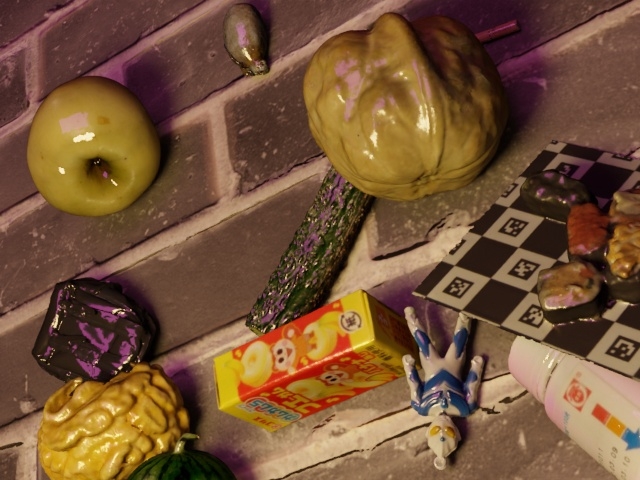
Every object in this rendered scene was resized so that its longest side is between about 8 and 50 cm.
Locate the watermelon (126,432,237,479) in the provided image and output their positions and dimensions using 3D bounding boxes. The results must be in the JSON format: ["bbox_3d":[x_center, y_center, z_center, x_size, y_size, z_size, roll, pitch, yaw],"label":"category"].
[{"bbox_3d":[-0.208,0.390,1.511,0.188,0.188,0.214,-7,88,34],"label":"watermelon"}]

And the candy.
[{"bbox_3d":[-0.008,0.181,1.506,0.276,0.146,0.088,-25,55,22],"label":"candy"}]

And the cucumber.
[{"bbox_3d":[0.000,0.000,1.629,0.096,0.096,0.359,18,76,41],"label":"cucumber"}]

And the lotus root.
[{"bbox_3d":[-0.141,-0.377,1.930,0.088,0.088,0.165,-23,66,26],"label":"lotus root"}]

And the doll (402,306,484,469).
[{"bbox_3d":[0.171,0.199,1.413,0.114,0.057,0.227,-1,73,1],"label":"doll"}]

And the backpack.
[{"bbox_3d":[-0.397,0.170,1.818,0.258,0.133,0.206,16,81,33],"label":"backpack"}]

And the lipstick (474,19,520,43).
[{"bbox_3d":[0.272,-0.329,1.640,0.094,0.019,0.019,-16,59,30],"label":"lipstick"}]

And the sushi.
[{"bbox_3d":[0.339,-0.015,1.300,0.359,0.064,0.343,20,56,45],"label":"sushi"}]

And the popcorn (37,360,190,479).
[{"bbox_3d":[-0.336,0.306,1.630,0.250,0.250,0.190,-38,71,15],"label":"popcorn"}]

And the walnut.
[{"bbox_3d":[0.127,-0.197,1.519,0.282,0.253,0.276,-28,60,14],"label":"walnut"}]

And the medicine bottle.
[{"bbox_3d":[0.356,0.188,1.229,0.152,0.152,0.254,-51,46,4],"label":"medicine bottle"}]

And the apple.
[{"bbox_3d":[-0.422,-0.178,1.928,0.262,0.262,0.262,-17,59,29],"label":"apple"}]
